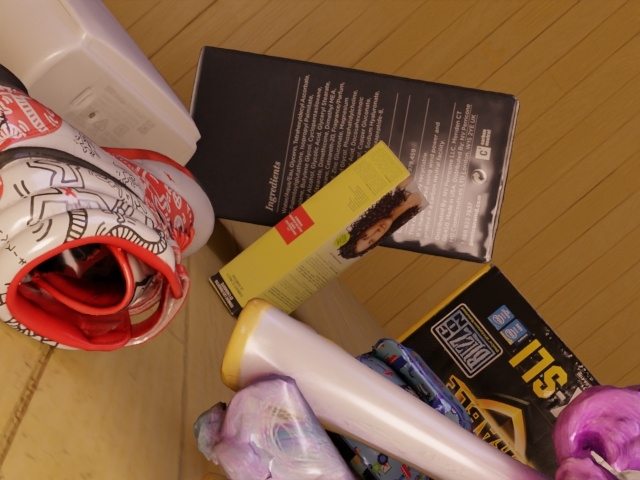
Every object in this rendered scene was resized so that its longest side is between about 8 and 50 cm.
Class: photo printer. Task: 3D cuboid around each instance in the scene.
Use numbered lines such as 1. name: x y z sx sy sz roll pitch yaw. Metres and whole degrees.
1. photo printer: -0.265 -0.210 0.852 0.307 0.107 0.256 51 3 22

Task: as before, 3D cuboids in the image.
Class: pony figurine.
1. pony figurine: 0.123 0.146 0.383 0.363 0.302 0.351 22 -11 8

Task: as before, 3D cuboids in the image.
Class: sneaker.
1. sneaker: -0.117 0.006 0.525 0.145 0.090 0.270 52 7 25

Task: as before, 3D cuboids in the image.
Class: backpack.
1. backpack: 0.069 0.178 0.915 0.158 0.117 0.173 50 5 24

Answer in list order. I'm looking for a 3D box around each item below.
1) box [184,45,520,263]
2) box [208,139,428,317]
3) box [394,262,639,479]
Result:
1. box: 0.037 -0.107 1.227 0.396 0.212 0.293 9 2 2
2. box: 0.000 0.000 0.954 0.058 0.232 0.087 54 6 29
3. box: 0.216 0.229 1.091 0.322 0.257 0.079 51 2 18
